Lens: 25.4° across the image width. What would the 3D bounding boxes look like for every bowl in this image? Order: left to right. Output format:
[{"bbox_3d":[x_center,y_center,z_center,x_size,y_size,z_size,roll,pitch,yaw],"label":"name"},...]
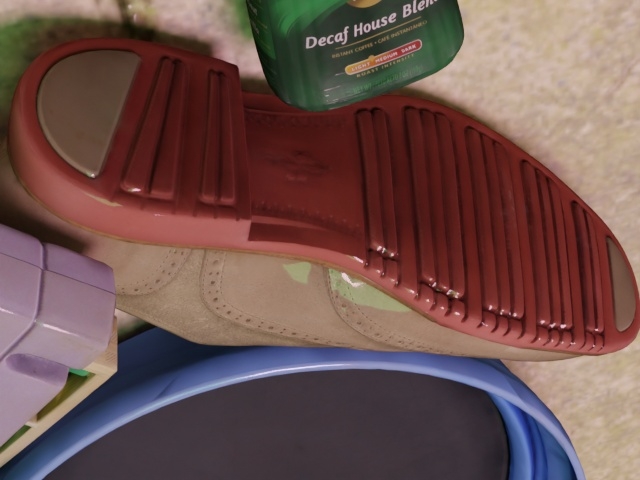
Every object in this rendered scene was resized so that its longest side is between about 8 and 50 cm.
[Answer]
[{"bbox_3d":[-0.029,0.194,0.881,0.391,0.077,0.391,-8,130,-10],"label":"bowl"}]

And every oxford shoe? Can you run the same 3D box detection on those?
[{"bbox_3d":[0.000,0.000,0.722,0.348,0.123,0.130,18,143,-21],"label":"oxford shoe"}]

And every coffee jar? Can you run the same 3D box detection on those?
[{"bbox_3d":[0.000,-0.151,0.607,0.096,0.079,0.184,-20,131,-2],"label":"coffee jar"}]

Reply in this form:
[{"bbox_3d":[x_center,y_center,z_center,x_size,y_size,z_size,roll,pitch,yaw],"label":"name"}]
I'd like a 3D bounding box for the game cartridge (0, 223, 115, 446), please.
[{"bbox_3d":[-0.283,0.079,0.653,0.230,0.068,0.355,27,132,-28],"label":"game cartridge"}]

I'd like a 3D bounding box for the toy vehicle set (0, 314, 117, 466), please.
[{"bbox_3d":[-0.255,0.046,0.689,0.267,0.035,0.166,25,133,-32],"label":"toy vehicle set"}]
